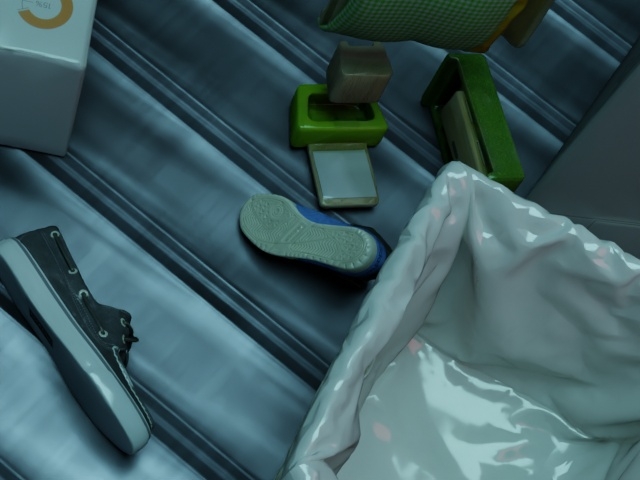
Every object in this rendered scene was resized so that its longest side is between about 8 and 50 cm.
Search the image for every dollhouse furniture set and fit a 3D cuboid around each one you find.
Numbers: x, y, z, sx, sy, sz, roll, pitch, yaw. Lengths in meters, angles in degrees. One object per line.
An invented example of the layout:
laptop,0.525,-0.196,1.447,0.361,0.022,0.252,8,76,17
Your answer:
dollhouse furniture set,0.103,-0.146,1.402,0.198,0.301,0.151,-2,62,-19

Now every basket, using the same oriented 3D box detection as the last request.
basket,0.151,0.179,1.275,0.331,0.266,0.328,28,61,1

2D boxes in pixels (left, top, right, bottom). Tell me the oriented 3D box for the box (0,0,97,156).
box,-0.309,-0.282,1.436,0.215,0.168,0.345,11,61,-10

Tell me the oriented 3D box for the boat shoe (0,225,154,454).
boat shoe,-0.202,0.080,1.343,0.076,0.080,0.228,-29,67,-24

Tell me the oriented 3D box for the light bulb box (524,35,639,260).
light bulb box,0.423,-0.159,1.464,0.225,0.358,0.361,37,62,3

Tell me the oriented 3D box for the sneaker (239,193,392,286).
sneaker,0.000,0.001,1.448,0.152,0.084,0.058,16,84,30
